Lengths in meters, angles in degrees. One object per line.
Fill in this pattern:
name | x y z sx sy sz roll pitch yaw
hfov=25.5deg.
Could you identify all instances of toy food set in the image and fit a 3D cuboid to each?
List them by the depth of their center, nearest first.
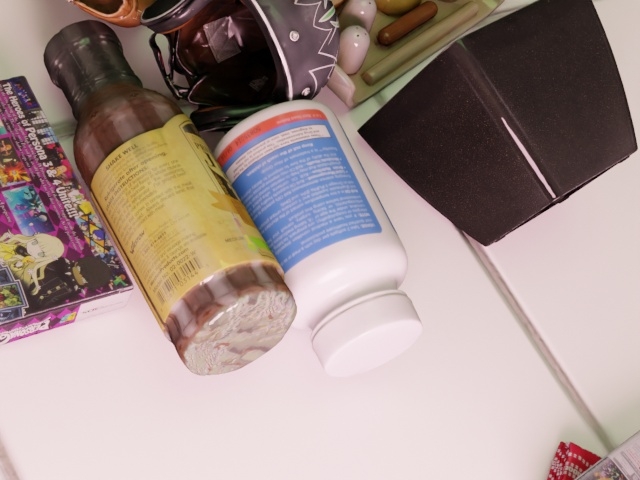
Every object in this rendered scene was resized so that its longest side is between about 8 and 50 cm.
toy food set | 0.049 -0.287 1.451 0.220 0.092 0.306 45 53 11

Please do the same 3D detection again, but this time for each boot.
boot | -0.235 -0.265 1.285 0.197 0.073 0.152 32 10 -2

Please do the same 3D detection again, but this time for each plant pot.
plant pot | 0.183 -0.106 1.335 0.188 0.187 0.167 -28 83 -34

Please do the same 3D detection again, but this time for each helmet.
helmet | -0.062 -0.182 1.269 0.162 0.169 0.169 -20 59 12

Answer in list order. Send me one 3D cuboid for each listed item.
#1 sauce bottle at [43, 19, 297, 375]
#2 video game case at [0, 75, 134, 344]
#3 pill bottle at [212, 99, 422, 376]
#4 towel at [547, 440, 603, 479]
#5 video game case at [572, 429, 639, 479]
sauce bottle | -0.140 -0.050 1.196 0.111 0.111 0.344 -15 58 -29
video game case | -0.296 -0.019 1.161 0.210 0.042 0.232 -18 66 -31
pill bottle | 0.000 0.000 1.215 0.124 0.124 0.221 -12 62 -28
towel | 0.253 0.313 1.163 0.199 0.031 0.274 27 51 -4
video game case | 0.290 0.264 1.183 0.173 0.022 0.190 -26 72 -37
